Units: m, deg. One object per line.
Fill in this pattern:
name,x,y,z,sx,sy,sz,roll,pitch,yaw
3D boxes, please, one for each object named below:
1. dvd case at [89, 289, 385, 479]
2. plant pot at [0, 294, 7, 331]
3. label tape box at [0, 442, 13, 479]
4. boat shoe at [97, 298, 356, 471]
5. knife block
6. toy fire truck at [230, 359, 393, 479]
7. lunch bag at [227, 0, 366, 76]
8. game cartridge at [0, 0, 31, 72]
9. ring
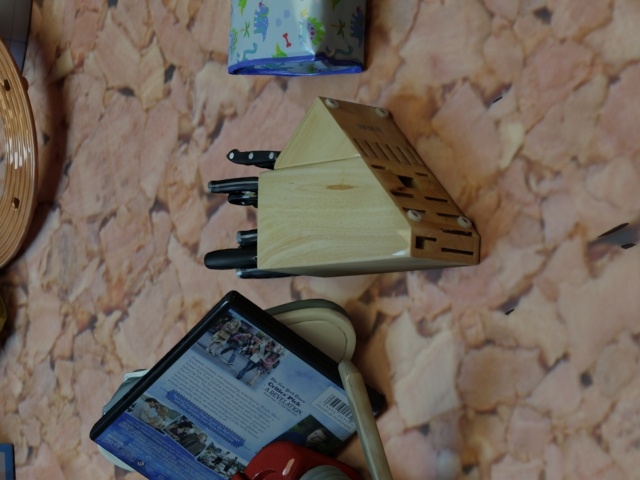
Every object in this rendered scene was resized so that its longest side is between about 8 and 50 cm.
dvd case,-0.084,0.169,1.720,0.253,0.180,0.022,-44,16,36
plant pot,-0.433,0.091,2.171,0.095,0.134,0.134,-32,57,11
label tape box,-0.567,0.309,2.182,0.347,0.249,0.115,-13,75,47
boat shoe,-0.094,0.121,1.771,0.319,0.116,0.099,-32,31,32
knife block,0.000,0.000,1.698,0.242,0.088,0.276,-58,47,27
toy fire truck,0.004,0.227,1.612,0.246,0.158,0.217,-60,32,5
lunch bag,-0.030,-0.226,1.760,0.151,0.096,0.129,1,85,40
game cartridge,-0.433,-0.319,2.275,0.196,0.060,0.294,-9,78,52
ring,-0.435,-0.123,2.212,0.336,0.032,0.337,12,107,45
